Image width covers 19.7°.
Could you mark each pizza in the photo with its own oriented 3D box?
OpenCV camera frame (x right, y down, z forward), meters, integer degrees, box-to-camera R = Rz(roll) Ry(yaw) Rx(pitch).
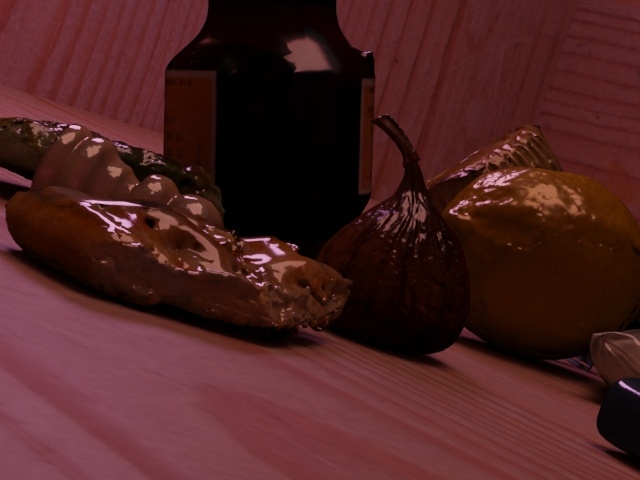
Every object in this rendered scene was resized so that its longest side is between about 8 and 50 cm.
[{"bbox_3d":[-0.087,0.020,1.425,0.297,0.071,0.189,17,4,-28],"label":"pizza"}]

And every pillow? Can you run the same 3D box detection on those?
[{"bbox_3d":[0.346,0.137,1.820,0.144,0.078,0.254,31,8,17],"label":"pillow"}]

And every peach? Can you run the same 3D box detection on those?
[{"bbox_3d":[0.001,0.000,2.159,0.098,0.061,0.098,5,21,-2],"label":"peach"}]

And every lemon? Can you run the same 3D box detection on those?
[{"bbox_3d":[0.230,0.022,1.917,0.260,0.204,0.204,19,4,-26],"label":"lemon"}]

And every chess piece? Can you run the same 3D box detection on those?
[{"bbox_3d":[-0.166,-0.033,1.652,0.170,0.094,0.094,23,5,11],"label":"chess piece"}]

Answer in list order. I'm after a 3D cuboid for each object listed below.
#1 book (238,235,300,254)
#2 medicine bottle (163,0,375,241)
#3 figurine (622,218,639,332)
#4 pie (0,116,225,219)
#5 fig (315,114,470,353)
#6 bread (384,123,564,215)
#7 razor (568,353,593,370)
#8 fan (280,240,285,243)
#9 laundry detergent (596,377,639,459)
[{"bbox_3d":[-0.114,-0.008,2.074,0.118,0.012,0.172,21,4,33],"label":"book"},{"bbox_3d":[-0.047,-0.209,2.037,0.243,0.395,0.242,7,6,-1],"label":"medicine bottle"},{"bbox_3d":[0.451,0.066,2.052,0.261,0.269,0.211,-24,42,-20],"label":"figurine"},{"bbox_3d":[-0.221,-0.073,1.844,0.277,0.078,0.277,22,-4,2],"label":"pie"},{"bbox_3d":[0.076,-0.003,1.625,0.134,0.201,0.146,11,-8,35],"label":"fig"},{"bbox_3d":[0.217,-0.050,2.545,0.253,0.142,0.227,-31,11,-34],"label":"bread"},{"bbox_3d":[0.231,0.107,2.012,0.135,0.040,0.068,11,5,-17],"label":"razor"},{"bbox_3d":[-0.070,-0.022,2.271,0.155,0.039,0.082,17,5,-2],"label":"fan"},{"bbox_3d":[0.293,0.161,1.367,0.097,0.061,0.206,26,1,-27],"label":"laundry detergent"}]
